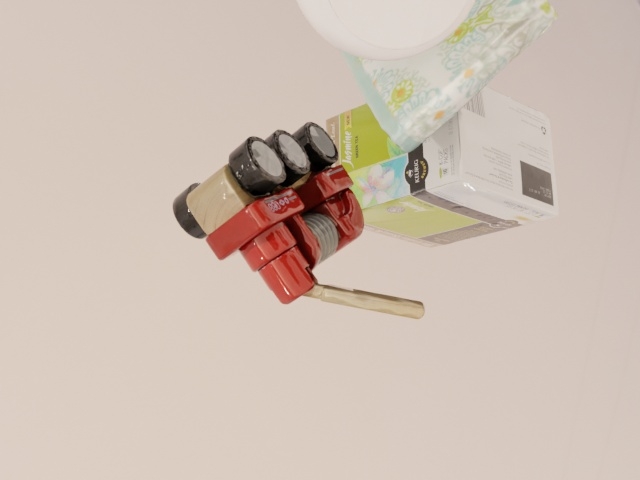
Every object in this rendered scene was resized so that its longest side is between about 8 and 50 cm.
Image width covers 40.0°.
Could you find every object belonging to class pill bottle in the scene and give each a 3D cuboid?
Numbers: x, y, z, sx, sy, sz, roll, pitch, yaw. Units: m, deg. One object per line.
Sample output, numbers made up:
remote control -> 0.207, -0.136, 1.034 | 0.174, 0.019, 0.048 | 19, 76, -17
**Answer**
pill bottle -> 0.056, -0.286, 0.866 | 0.181, 0.181, 0.323 | 42, -165, -20

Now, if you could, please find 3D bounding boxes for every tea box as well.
tea box -> 0.233, -0.141, 1.710 | 0.329, 0.323, 0.220 | 14, -113, -44

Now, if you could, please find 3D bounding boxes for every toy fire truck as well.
toy fire truck -> 0.000, 0.000, 0.956 | 0.246, 0.158, 0.217 | 57, -153, 2

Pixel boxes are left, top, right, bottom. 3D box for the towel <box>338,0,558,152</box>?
towel -> 0.189, -0.364, 1.488 | 0.090, 0.320, 0.374 | 28, -152, -38
